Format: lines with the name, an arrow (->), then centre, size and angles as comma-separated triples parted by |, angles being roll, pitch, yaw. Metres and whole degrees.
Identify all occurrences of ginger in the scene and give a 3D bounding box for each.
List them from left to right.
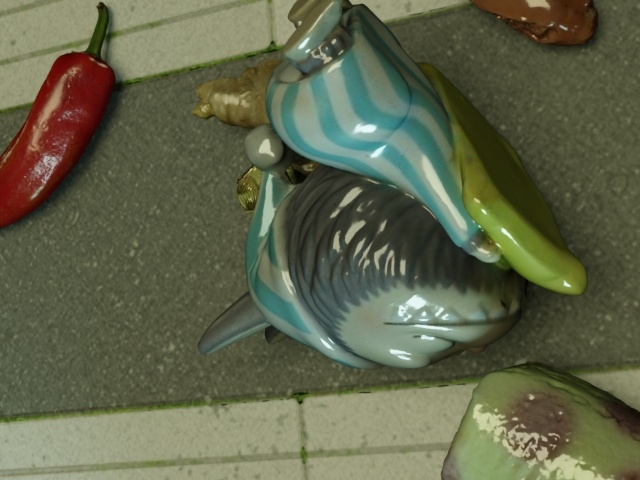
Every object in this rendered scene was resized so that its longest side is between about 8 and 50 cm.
ginger -> -0.034, -0.149, 1.264 | 0.213, 0.074, 0.137 | 27, 55, 35

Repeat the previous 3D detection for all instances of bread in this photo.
bread -> 0.286, 0.244, 1.015 | 0.338, 0.187, 0.155 | 33, 104, 26

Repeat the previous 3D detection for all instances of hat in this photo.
hat -> -0.051, -0.055, 1.278 | 0.077, 0.059, 0.076 | -40, 35, 6

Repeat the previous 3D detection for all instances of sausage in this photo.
sausage -> 0.157, -0.308, 1.196 | 0.087, 0.079, 0.326 | -37, 68, -10

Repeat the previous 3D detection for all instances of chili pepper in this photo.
chili pepper -> -0.360, -0.124, 1.418 | 0.368, 0.092, 0.137 | -49, 56, 10

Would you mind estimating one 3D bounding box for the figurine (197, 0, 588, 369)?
figurine -> 0.000, 0.000, 1.089 | 0.378, 0.266, 0.361 | -39, 109, 16
